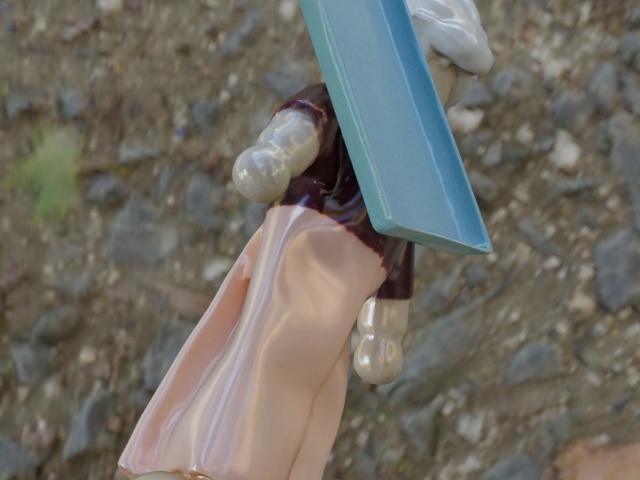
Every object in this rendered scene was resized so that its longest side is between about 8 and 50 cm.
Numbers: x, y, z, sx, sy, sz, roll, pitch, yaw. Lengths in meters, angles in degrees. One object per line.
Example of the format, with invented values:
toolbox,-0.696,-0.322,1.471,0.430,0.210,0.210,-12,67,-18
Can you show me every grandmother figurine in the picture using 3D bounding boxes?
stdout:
grandmother figurine,0.000,0.000,1.023,0.104,0.208,0.342,15,66,17

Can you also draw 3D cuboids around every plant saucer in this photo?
plant saucer,0.021,-0.078,0.851,0.067,0.018,0.192,15,48,-46
